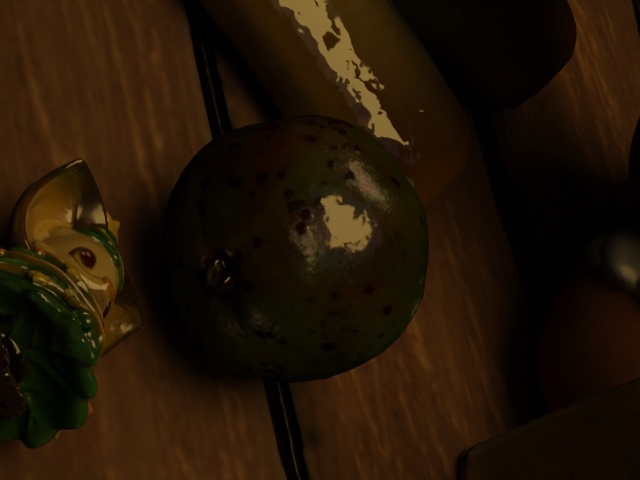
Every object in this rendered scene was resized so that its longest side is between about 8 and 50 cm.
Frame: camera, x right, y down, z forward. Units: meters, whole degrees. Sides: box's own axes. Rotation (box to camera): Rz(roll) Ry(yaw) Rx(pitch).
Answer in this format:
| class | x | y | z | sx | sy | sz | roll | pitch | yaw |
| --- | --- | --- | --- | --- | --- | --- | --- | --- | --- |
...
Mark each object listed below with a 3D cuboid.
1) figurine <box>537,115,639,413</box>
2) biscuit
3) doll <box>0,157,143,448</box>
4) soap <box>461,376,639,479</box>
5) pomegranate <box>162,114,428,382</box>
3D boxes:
| class | x | y | z | sx | sy | sz | roll | pitch | yaw |
| --- | --- | --- | --- | --- | --- | --- | --- | --- | --- |
| figurine | 0.190 | -0.097 | 0.703 | 0.277 | 0.248 | 0.388 | -43 | 111 | -43 |
| biscuit | 0.011 | -0.170 | 0.743 | 0.290 | 0.062 | 0.237 | 56 | 43 | -7 |
| doll | -0.112 | 0.024 | 0.547 | 0.113 | 0.077 | 0.078 | -88 | 163 | -65 |
| soap | 0.229 | 0.178 | 0.575 | 0.293 | 0.335 | 0.156 | 49 | 45 | -10 |
| pomegranate | 0.000 | 0.000 | 0.612 | 0.142 | 0.114 | 0.114 | -21 | 84 | -56 |
